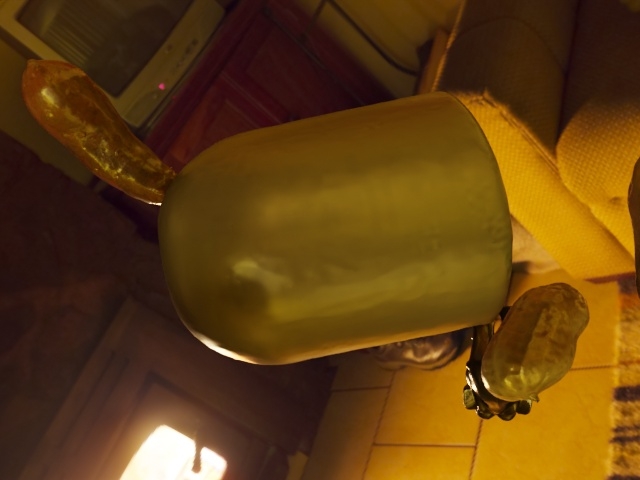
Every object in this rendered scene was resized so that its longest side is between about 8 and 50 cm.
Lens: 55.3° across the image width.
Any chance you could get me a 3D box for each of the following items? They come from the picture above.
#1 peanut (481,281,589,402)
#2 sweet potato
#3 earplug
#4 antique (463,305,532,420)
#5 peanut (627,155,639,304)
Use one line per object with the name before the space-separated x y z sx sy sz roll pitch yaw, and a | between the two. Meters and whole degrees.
peanut | 0.354 0.164 1.000 0.224 0.129 0.129 -58 25 -7
sweet potato | -0.293 -0.135 0.855 0.097 0.292 0.097 -30 34 23
earplug | 0.000 0.000 0.786 0.394 0.312 0.312 -13 25 -8
antique | 0.492 0.354 1.704 0.185 0.322 0.255 -2 61 16
peanut | 0.555 0.012 0.907 0.170 0.192 0.387 -8 62 36
